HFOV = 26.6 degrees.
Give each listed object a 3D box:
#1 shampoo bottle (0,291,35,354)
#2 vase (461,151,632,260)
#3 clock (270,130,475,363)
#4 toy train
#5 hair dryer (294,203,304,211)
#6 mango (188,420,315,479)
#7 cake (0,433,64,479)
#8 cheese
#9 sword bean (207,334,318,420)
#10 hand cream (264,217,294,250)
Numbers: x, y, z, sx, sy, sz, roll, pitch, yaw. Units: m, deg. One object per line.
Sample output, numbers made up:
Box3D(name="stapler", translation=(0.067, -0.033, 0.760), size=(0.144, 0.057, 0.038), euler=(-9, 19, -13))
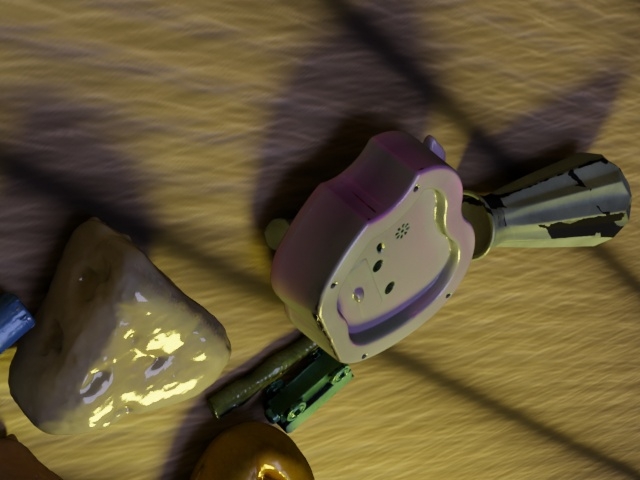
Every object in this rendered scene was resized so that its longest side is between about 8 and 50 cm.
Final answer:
Box3D(name="shampoo bottle", translation=(-0.438, 0.160, 1.543), size=(0.258, 0.061, 0.104), euler=(-42, 145, -15))
Box3D(name="vase", translation=(0.366, -0.051, 2.255), size=(0.360, 0.165, 0.165), euler=(-12, 130, -41))
Box3D(name="clock", translation=(0.091, 0.012, 1.912), size=(0.338, 0.102, 0.338), euler=(-31, 143, -27))
Box3D(name="toy train", translation=(-0.019, 0.232, 2.125), size=(0.172, 0.070, 0.099), euler=(-39, 156, -18))
Box3D(name="hair dryer", translation=(0.039, -0.051, 1.951), size=(0.198, 0.057, 0.100), euler=(-8, 128, -37))
Box3D(name="mango", translation=(-0.120, 0.433, 2.108), size=(0.253, 0.182, 0.364), euler=(-24, 127, -32))
Box3D(name="cake", translation=(-0.429, 0.409, 1.639), size=(0.237, 0.230, 0.308), euler=(-8, 127, -49))
Box3D(name="cheese", translation=(-0.240, 0.127, 1.651), size=(0.248, 0.174, 0.251), euler=(28, 98, -48))
Box3D(name="sword bean", translation=(-0.063, 0.186, 2.055), size=(0.269, 0.038, 0.043), euler=(-34, 168, -26))
Box3D(name="hand cream", translation=(0.000, 0.000, 1.938), size=(0.078, 0.050, 0.205), euler=(-24, 161, 32))
